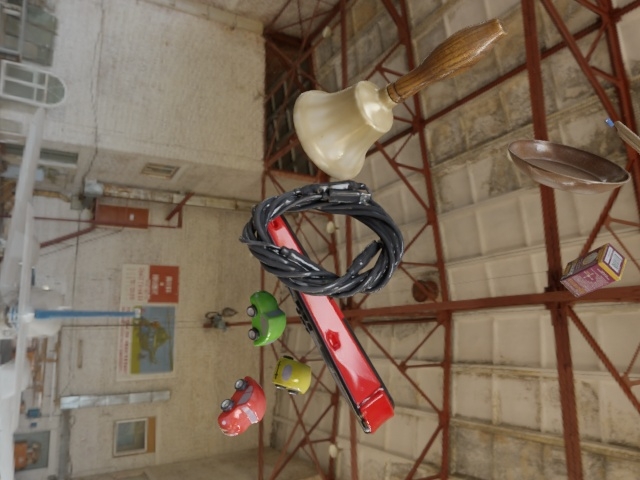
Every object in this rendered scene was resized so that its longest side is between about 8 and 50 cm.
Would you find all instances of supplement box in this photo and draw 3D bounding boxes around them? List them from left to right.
[{"bbox_3d":[0.450,0.050,0.792,0.043,0.055,0.083,43,-37,1],"label":"supplement box"}]

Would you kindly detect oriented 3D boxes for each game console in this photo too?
[{"bbox_3d":[-0.019,0.106,0.780,0.342,0.060,0.386,59,-7,-4],"label":"game console"}]

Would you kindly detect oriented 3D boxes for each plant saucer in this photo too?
[{"bbox_3d":[0.416,-0.124,0.822,0.199,0.198,0.036,-127,-141,-49],"label":"plant saucer"}]

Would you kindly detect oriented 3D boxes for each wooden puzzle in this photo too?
[{"bbox_3d":[0.523,-0.170,0.801,0.014,0.078,0.116,-46,-109,23],"label":"wooden puzzle"}]

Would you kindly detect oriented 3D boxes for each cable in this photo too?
[{"bbox_3d":[0.000,0.000,0.547,0.047,0.184,0.151,112,-34,-56],"label":"cable"}]

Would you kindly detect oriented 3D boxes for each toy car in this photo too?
[{"bbox_3d":[-0.088,0.202,0.852,0.053,0.239,0.225,-1,-85,34],"label":"toy car"}]

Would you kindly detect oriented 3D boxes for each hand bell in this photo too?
[{"bbox_3d":[0.093,-0.174,0.543,0.242,0.126,0.126,-25,-116,42],"label":"hand bell"}]
